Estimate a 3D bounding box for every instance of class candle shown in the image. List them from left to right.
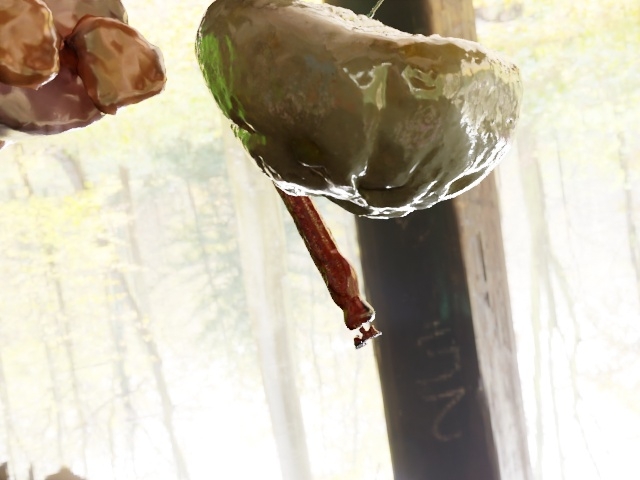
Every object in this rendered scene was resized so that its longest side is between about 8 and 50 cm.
[{"bbox_3d":[0.000,0.000,1.236,0.051,0.329,0.048,-24,169,-15],"label":"candle"}]

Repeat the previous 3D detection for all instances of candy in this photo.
[{"bbox_3d":[0.065,-0.301,1.141,0.035,0.035,0.123,-7,-143,44],"label":"candy"}]

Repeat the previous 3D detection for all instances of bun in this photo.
[{"bbox_3d":[0.029,-0.143,0.943,0.365,0.219,0.365,14,-169,-3],"label":"bun"}]

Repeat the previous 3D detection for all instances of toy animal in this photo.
[{"bbox_3d":[-0.260,-0.147,0.664,0.195,0.168,0.281,10,164,-42],"label":"toy animal"}]
